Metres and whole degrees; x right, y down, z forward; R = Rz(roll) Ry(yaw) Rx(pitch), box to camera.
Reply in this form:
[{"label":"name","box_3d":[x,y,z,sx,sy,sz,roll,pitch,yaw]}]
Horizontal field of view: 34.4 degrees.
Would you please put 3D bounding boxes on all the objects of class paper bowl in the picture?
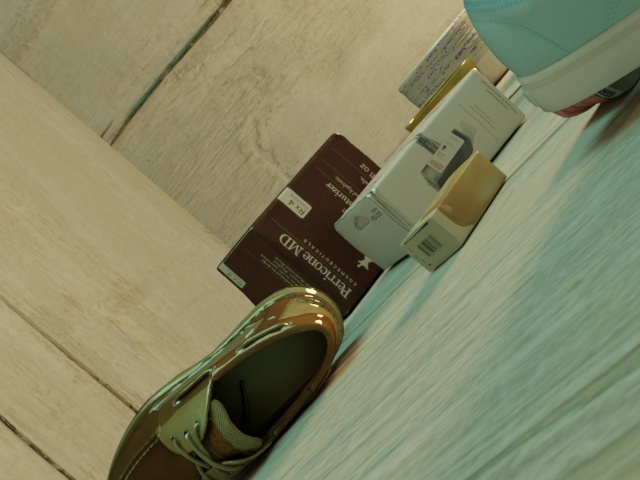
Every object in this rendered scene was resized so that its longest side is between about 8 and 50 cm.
[{"label":"paper bowl","box_3d":[0.301,-0.372,2.115,0.284,0.148,0.284,-49,3,3]}]

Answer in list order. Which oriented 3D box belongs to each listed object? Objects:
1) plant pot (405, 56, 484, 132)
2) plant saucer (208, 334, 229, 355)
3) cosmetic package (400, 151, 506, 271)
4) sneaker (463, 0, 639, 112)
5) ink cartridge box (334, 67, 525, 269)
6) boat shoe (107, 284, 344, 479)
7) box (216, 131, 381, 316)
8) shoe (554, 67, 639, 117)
[{"label":"plant pot","box_3d":[0.199,-0.178,1.466,0.134,0.095,0.134,-48,2,2]},{"label":"plant saucer","box_3d":[-0.086,0.166,1.208,0.241,0.037,0.241,-41,-19,-18]},{"label":"cosmetic package","box_3d":[0.129,-0.029,0.995,0.115,0.041,0.060,-51,3,-42]},{"label":"sneaker","box_3d":[0.232,-0.232,0.653,0.366,0.150,0.135,-39,16,34]},{"label":"ink cartridge box","box_3d":[0.130,-0.083,1.259,0.218,0.092,0.158,-48,2,-21]},{"label":"boat shoe","box_3d":[-0.102,0.179,1.046,0.324,0.122,0.120,-50,10,4]},{"label":"box","box_3d":[0.000,0.000,1.402,0.203,0.168,0.167,-51,3,-30]},{"label":"shoe","box_3d":[0.249,-0.179,0.862,0.178,0.063,0.081,-55,10,-21]}]
